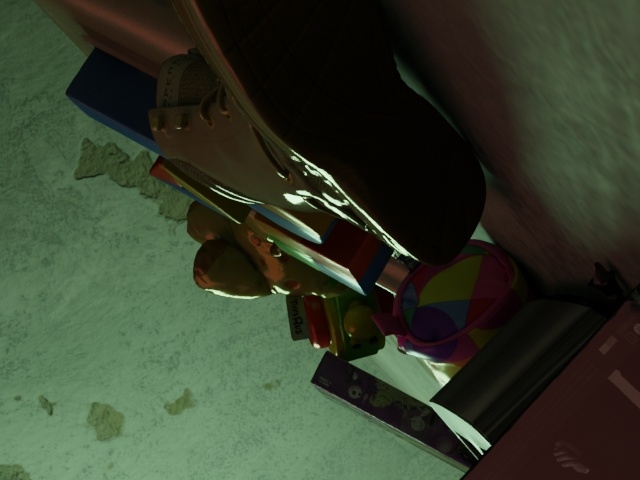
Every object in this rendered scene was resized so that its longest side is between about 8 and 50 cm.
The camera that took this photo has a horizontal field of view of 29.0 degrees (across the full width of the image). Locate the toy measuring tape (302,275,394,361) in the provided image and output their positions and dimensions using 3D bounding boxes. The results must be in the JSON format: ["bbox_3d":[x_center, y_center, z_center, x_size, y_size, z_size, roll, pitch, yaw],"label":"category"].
[{"bbox_3d":[0.024,0.076,1.567,0.121,0.121,0.330,50,180,-17],"label":"toy measuring tape"}]

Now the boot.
[{"bbox_3d":[-0.042,-0.094,0.705,0.203,0.095,0.262,18,160,47],"label":"boot"}]

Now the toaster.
[{"bbox_3d":[0.159,0.115,0.719,0.185,0.110,0.168,49,174,-3],"label":"toaster"}]

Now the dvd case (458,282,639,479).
[{"bbox_3d":[0.188,0.148,0.548,0.239,0.029,0.179,43,138,12],"label":"dvd case"}]

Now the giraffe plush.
[{"bbox_3d":[-0.051,-0.025,1.300,0.210,0.181,0.170,57,160,35],"label":"giraffe plush"}]

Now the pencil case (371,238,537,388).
[{"bbox_3d":[0.134,0.099,0.889,0.236,0.104,0.104,51,175,-36],"label":"pencil case"}]

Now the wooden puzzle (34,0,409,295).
[{"bbox_3d":[-0.067,-0.065,1.002,0.322,0.080,0.348,29,167,19],"label":"wooden puzzle"}]

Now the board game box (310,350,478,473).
[{"bbox_3d":[0.155,0.238,1.448,0.347,0.056,0.208,28,168,9],"label":"board game box"}]
